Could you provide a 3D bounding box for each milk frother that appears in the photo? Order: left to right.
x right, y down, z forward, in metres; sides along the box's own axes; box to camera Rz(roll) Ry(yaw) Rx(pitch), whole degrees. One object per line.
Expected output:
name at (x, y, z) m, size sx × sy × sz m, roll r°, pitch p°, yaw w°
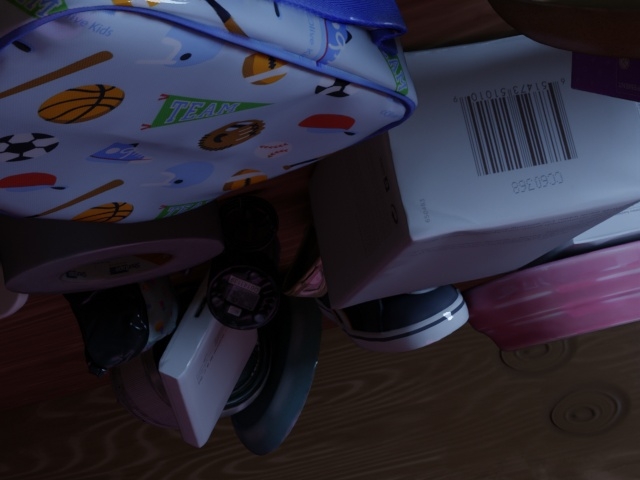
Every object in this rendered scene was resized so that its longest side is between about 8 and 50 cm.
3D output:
milk frother at (-0.084, 0.005, 1.238) m, size 0.143 × 0.129 × 0.135 m, roll -45°, pitch -162°, yaw 16°

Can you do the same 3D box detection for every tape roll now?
tape roll at (-0.208, -0.006, 1.058) m, size 0.219 × 0.072 × 0.219 m, roll -11°, pitch 170°, yaw -2°

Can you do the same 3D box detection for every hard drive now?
hard drive at (-0.151, 0.155, 1.500) m, size 0.040 × 0.203 × 0.308 m, roll 22°, pitch 155°, yaw 10°

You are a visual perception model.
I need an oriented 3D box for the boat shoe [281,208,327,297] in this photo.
boat shoe at (-0.001, -0.001, 1.212) m, size 0.048 × 0.056 × 0.153 m, roll 1°, pitch 125°, yaw -35°

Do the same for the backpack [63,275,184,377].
backpack at (-0.246, 0.086, 1.348) m, size 0.115 × 0.152 × 0.182 m, roll -14°, pitch 178°, yaw 5°

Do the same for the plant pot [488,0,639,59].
plant pot at (0.209, -0.136, 0.597) m, size 0.236 × 0.032 × 0.236 m, roll -3°, pitch -159°, yaw 1°

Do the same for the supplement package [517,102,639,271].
supplement package at (0.334, -0.061, 1.219) m, size 0.203 × 0.145 × 0.262 m, roll -12°, pitch 170°, yaw -4°

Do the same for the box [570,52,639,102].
box at (0.341, -0.133, 0.699) m, size 0.293 × 0.057 × 0.201 m, roll -15°, pitch -156°, yaw -30°

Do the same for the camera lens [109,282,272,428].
camera lens at (-0.222, 0.199, 1.780) m, size 0.219 × 0.220 × 0.274 m, roll -7°, pitch 169°, yaw -28°

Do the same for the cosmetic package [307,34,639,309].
cosmetic package at (0.122, -0.050, 0.989) m, size 0.217 × 0.156 × 0.385 m, roll -10°, pitch 171°, yaw -12°

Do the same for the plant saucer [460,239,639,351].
plant saucer at (0.327, 0.065, 1.247) m, size 0.332 × 0.084 × 0.332 m, roll -12°, pitch 171°, yaw -2°

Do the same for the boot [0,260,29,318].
boot at (-0.378, 0.058, 1.257) m, size 0.190 × 0.069 × 0.086 m, roll -10°, pitch -179°, yaw 42°

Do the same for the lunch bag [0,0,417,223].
lunch bag at (-0.094, -0.097, 0.563) m, size 0.243 × 0.115 × 0.303 m, roll -21°, pitch 166°, yaw 32°

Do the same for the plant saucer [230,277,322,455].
plant saucer at (-0.088, 0.204, 1.809) m, size 0.043 × 0.318 × 0.317 m, roll 18°, pitch 158°, yaw -23°

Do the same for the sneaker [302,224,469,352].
sneaker at (0.056, 0.043, 1.277) m, size 0.126 × 0.128 × 0.321 m, roll -28°, pitch -164°, yaw -19°
